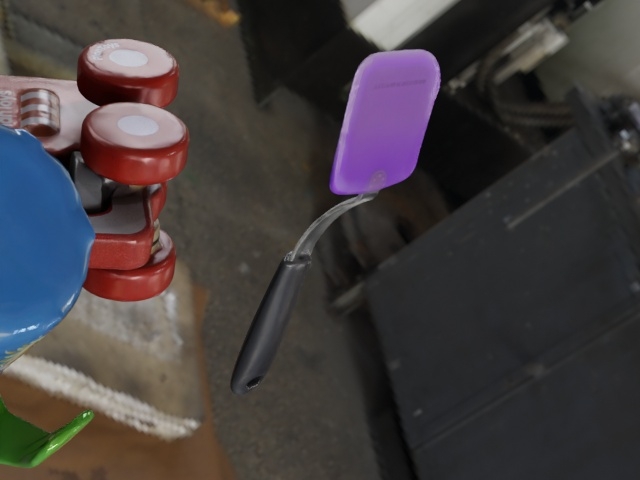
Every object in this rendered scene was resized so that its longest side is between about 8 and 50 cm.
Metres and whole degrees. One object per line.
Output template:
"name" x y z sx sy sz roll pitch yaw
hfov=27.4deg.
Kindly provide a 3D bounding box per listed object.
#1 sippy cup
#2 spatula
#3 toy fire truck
"sippy cup" -0.292 0.018 0.981 0.305 0.224 0.240 27 59 -31
"spatula" 0.000 0.000 0.863 0.084 0.296 0.030 -14 54 -44
"toy fire truck" -0.263 -0.073 1.250 0.254 0.169 0.302 2 35 -13
